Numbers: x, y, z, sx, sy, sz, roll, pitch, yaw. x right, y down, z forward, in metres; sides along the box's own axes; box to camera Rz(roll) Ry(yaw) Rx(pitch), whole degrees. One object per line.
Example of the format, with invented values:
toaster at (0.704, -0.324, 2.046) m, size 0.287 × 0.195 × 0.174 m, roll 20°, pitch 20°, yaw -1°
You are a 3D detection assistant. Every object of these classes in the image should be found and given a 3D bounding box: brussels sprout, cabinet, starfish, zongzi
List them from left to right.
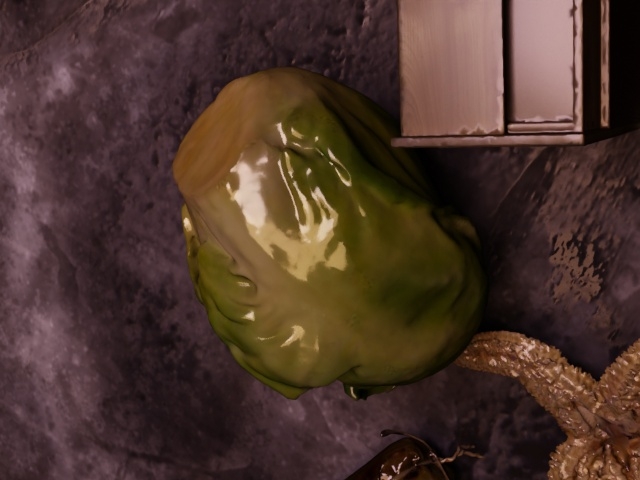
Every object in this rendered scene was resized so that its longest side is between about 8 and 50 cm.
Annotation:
zongzi at (-0.001, 0.259, 0.997) m, size 0.241 × 0.111 × 0.248 m, roll 27°, pitch 105°, yaw 27°
brussels sprout at (0.002, 0.000, 0.856) m, size 0.227 × 0.259 × 0.294 m, roll -43°, pitch 120°, yaw 5°
cabinet at (0.150, -0.163, 0.773) m, size 0.148 × 0.215 × 0.175 m, roll 2°, pitch 100°, yaw 27°
starfish at (0.275, 0.189, 0.853) m, size 0.301 × 0.084 × 0.293 m, roll -17°, pitch 95°, yaw 30°
